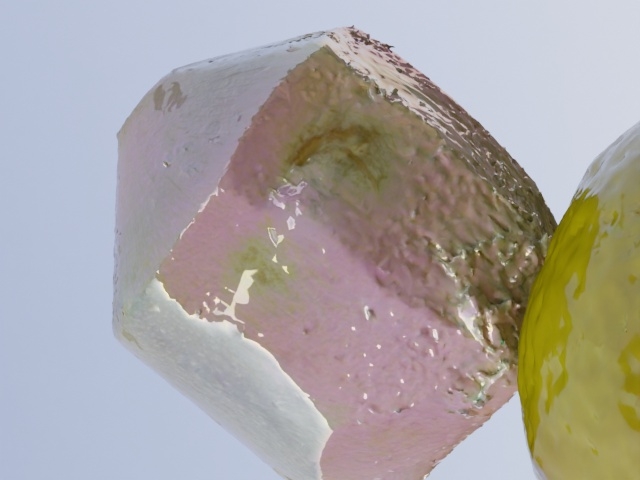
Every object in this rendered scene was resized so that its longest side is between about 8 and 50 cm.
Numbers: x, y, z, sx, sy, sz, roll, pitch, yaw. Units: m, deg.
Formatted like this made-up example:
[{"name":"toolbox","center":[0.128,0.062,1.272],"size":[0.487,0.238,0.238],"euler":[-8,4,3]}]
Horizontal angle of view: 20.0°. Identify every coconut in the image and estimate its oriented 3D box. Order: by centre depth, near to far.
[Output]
[{"name":"coconut","center":[0.000,0.000,0.981],"size":[0.245,0.233,0.233],"euler":[40,-139,-6]}]

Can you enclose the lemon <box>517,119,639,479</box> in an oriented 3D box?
[{"name":"lemon","center":[0.244,0.066,0.828],"size":[0.336,0.336,0.336],"euler":[0,-90,-65]}]
